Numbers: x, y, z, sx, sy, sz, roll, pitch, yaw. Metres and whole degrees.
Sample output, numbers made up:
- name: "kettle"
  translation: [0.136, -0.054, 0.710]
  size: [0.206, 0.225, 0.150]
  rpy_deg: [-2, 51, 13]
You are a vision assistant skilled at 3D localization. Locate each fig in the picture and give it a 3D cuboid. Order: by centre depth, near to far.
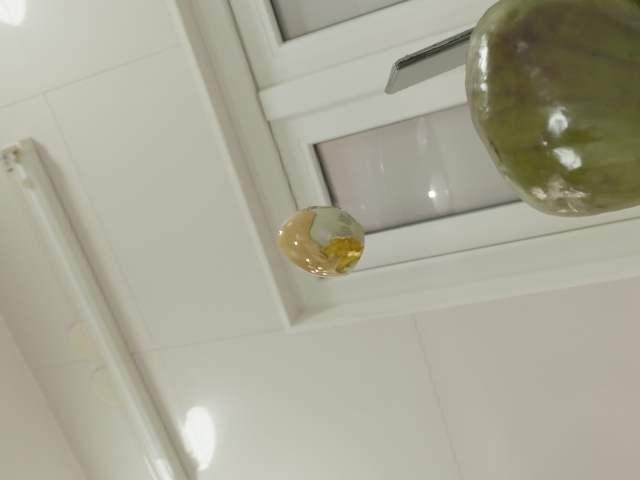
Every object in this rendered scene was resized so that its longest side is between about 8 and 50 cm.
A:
- name: "fig"
  translation: [0.172, -0.082, 0.390]
  size: [0.165, 0.144, 0.154]
  rpy_deg: [45, 145, 51]

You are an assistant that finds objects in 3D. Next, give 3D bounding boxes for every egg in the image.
- name: "egg"
  translation: [0.000, 0.000, 0.619]
  size: [0.071, 0.083, 0.072]
  rpy_deg: [-170, 90, -79]

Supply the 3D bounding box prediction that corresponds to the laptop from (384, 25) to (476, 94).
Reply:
- name: "laptop"
  translation: [0.150, -0.193, 0.628]
  size: [0.129, 0.180, 0.016]
  rpy_deg: [-36, -77, -88]
